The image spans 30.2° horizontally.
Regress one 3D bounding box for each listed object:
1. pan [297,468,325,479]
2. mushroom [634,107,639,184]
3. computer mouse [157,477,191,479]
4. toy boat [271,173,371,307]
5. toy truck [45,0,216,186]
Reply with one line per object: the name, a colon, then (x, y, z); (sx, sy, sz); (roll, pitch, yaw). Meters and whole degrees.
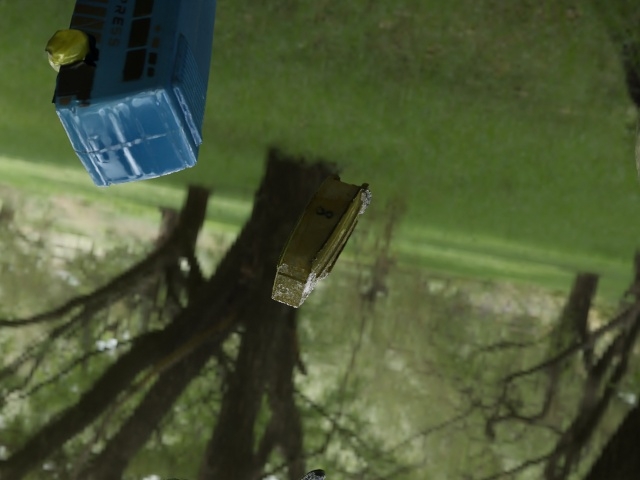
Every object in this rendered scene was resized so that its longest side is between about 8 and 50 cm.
pan: (-0.033, 0.154, 0.603); (0.068, 0.023, 0.115); (17, 131, -35)
mushroom: (0.385, -0.138, 1.156); (0.128, 0.128, 0.350); (9, -148, 26)
computer mouse: (-0.145, 0.327, 1.380); (0.147, 0.088, 0.264); (0, 157, 39)
toy boat: (0.000, 0.000, 1.485); (0.068, 0.226, 0.088); (20, 138, 10)
toy truck: (-0.220, -0.245, 1.446); (0.162, 0.385, 0.161); (-8, 137, 9)
